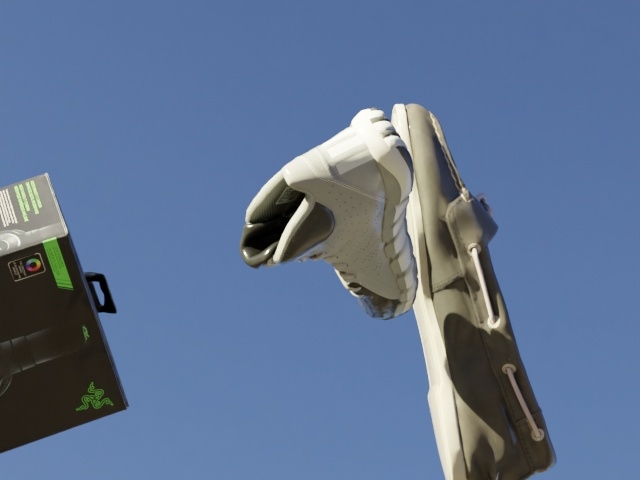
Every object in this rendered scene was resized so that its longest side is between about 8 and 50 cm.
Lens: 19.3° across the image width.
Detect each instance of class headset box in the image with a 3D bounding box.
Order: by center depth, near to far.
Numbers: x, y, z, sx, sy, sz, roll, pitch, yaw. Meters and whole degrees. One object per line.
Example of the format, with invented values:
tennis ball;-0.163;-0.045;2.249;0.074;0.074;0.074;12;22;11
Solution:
headset box;-0.357;0.094;1.978;0.283;0.131;0.246;-18;-54;-8

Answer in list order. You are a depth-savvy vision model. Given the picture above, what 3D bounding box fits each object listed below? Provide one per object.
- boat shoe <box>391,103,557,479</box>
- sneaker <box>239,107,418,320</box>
boat shoe;0.126;0.045;1.591;0.095;0.335;0.112;-9;-1;-5
sneaker;0.000;0.000;1.435;0.132;0.086;0.229;-25;-36;-14
